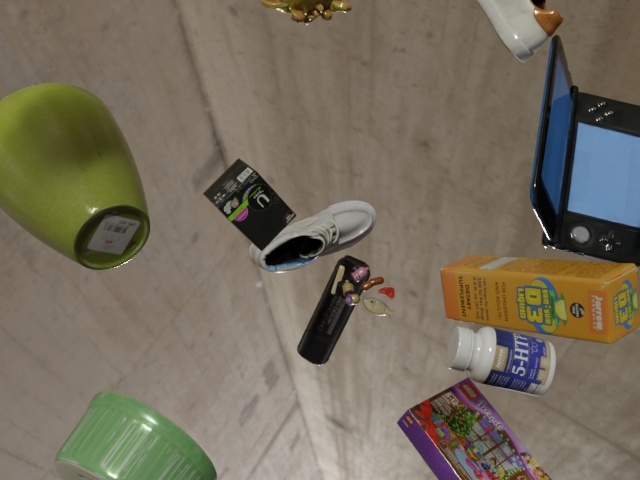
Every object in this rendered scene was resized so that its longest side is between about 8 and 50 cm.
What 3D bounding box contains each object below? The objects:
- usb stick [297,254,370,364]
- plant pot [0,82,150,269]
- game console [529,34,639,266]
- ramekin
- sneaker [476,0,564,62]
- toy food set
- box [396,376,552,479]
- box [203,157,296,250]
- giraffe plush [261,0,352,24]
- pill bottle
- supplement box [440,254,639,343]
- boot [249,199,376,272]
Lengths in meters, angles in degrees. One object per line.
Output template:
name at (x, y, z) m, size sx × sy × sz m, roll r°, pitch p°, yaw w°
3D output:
usb stick at (0.026, 0.156, 1.499) m, size 0.278 × 0.077 × 0.045 m, roll -66°, pitch -7°, yaw 27°
plant pot at (-0.429, -0.089, 1.222) m, size 0.275 × 0.293 × 0.274 m, roll -27°, pitch -39°, yaw -24°
game console at (0.439, -0.136, 1.085) m, size 0.173 × 0.250 × 0.293 m, roll 102°, pitch -179°, yaw -73°
ramekin at (-0.368, 0.451, 1.352) m, size 0.148 × 0.303 × 0.303 m, roll -54°, pitch -19°, yaw -38°
sneaker at (0.348, -0.459, 1.259) m, size 0.106 × 0.290 × 0.123 m, roll 14°, pitch -45°, yaw -46°
toy food set at (0.086, 0.089, 1.266) m, size 0.019 × 0.122 × 0.077 m, roll 110°, pitch 179°, yaw -81°
box at (0.315, 0.431, 1.374) m, size 0.201 × 0.293 × 0.057 m, roll -15°, pitch -33°, yaw -41°
box at (-0.081, -0.041, 0.803) m, size 0.062 × 0.052 × 0.083 m, roll -45°, pitch -53°, yaw -4°
giraffe plush at (-0.044, -0.386, 0.967) m, size 0.181 × 0.170 × 0.210 m, roll -26°, pitch -33°, yaw -4°
pill bottle at (0.346, 0.228, 1.338) m, size 0.112 × 0.187 × 0.112 m, roll -167°, pitch 90°, yaw -88°
supplement box at (0.264, 0.066, 0.854) m, size 0.080 × 0.233 × 0.078 m, roll -16°, pitch -78°, yaw -41°
boot at (0.000, 0.000, 1.281) m, size 0.258 × 0.095 × 0.123 m, roll -22°, pitch 14°, yaw -10°
